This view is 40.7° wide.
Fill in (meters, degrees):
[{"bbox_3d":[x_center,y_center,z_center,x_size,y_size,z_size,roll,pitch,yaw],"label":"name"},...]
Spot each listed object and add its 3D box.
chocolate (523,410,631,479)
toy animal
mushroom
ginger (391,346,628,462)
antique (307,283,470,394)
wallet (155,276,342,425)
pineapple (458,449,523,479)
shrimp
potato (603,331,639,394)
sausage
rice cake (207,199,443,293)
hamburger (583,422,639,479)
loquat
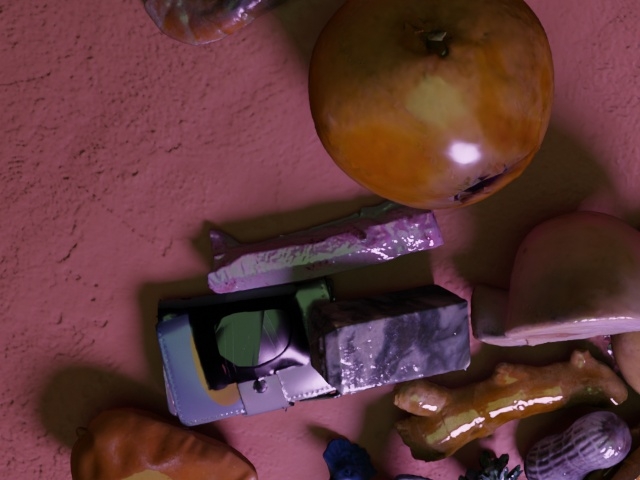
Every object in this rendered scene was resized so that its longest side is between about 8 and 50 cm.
[{"bbox_3d":[0.318,0.267,1.081,0.072,0.072,0.167,36,132,-9],"label":"chocolate"},{"bbox_3d":[0.110,0.357,1.086,0.255,0.176,0.239,25,140,-14],"label":"toy animal"},{"bbox_3d":[0.276,0.032,0.982,0.236,0.173,0.162,-11,72,25],"label":"mushroom"},{"bbox_3d":[0.240,0.205,1.096,0.299,0.065,0.118,-12,111,-1],"label":"ginger"},{"bbox_3d":[0.078,0.116,1.032,0.183,0.086,0.088,-8,105,-18],"label":"antique"},{"bbox_3d":[-0.081,0.139,1.073,0.231,0.069,0.170,-9,98,0],"label":"wallet"},{"bbox_3d":[0.258,0.376,1.107,0.103,0.083,0.221,-38,100,-32],"label":"pineapple"},{"bbox_3d":[-0.089,-0.317,0.973,0.251,0.052,0.143,-21,100,5],"label":"shrimp"},{"bbox_3d":[0.426,0.109,1.044,0.138,0.098,0.243,-27,102,-10],"label":"potato"},{"bbox_3d":[-0.197,0.294,1.080,0.241,0.120,0.136,21,87,-5],"label":"sausage"},{"bbox_3d":[0.002,0.002,1.050,0.290,0.051,0.081,-11,95,1],"label":"rice cake"},{"bbox_3d":[0.467,0.363,1.099,0.283,0.144,0.259,34,96,-4],"label":"hamburger"},{"bbox_3d":[0.117,-0.163,0.926,0.263,0.263,0.263,0,103,-1],"label":"loquat"}]
